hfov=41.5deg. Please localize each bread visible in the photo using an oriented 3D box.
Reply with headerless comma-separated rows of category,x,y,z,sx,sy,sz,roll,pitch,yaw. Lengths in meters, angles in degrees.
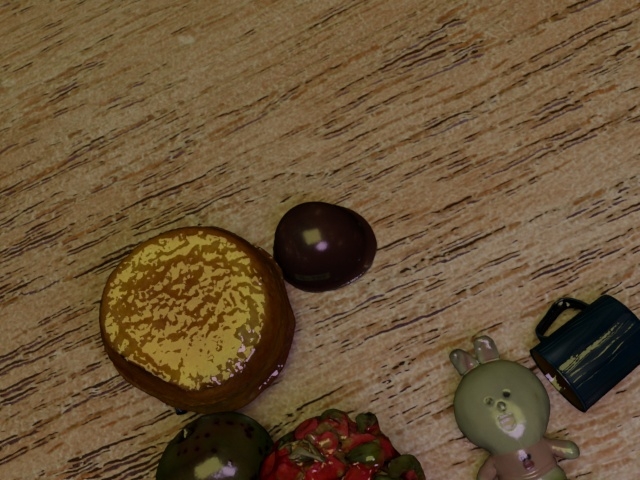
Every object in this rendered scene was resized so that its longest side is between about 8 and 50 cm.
bread,-0.189,0.115,1.310,0.312,0.172,0.312,0,76,1

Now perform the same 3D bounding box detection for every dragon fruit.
dragon fruit,0.040,0.380,1.152,0.231,0.237,0.302,-17,98,-3

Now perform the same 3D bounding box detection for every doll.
doll,0.272,0.276,1.212,0.155,0.113,0.275,-26,62,6

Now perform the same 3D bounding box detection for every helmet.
helmet,0.000,0.000,1.355,0.175,0.106,0.155,9,75,10

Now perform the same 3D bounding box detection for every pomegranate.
pomegranate,-0.151,0.360,1.249,0.179,0.179,0.210,-5,103,11

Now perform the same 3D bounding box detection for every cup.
cup,0.383,0.147,1.221,0.138,0.113,0.150,-38,71,-3

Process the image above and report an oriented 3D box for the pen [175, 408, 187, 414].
pen,-0.248,0.186,1.391,0.025,0.025,0.204,-17,71,6
